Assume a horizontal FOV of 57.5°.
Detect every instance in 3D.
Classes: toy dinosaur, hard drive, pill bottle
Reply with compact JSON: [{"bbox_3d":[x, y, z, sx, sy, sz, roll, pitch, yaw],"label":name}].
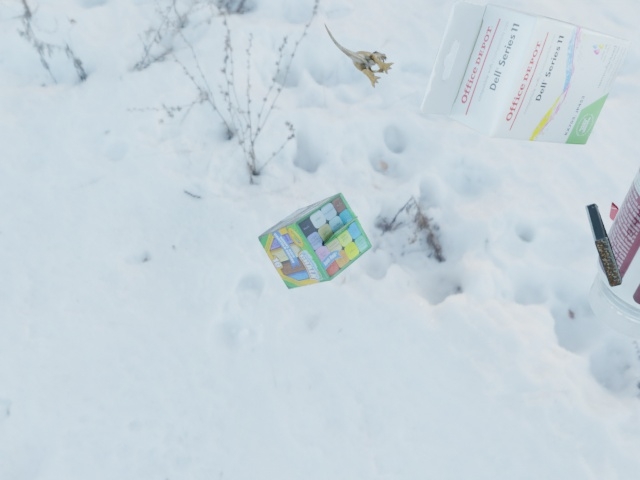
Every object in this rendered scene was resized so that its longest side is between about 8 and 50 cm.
[{"bbox_3d":[0.086,-0.383,1.239,0.112,0.064,0.211,42,24,21],"label":"toy dinosaur"},{"bbox_3d":[0.486,0.005,1.004,0.022,0.094,0.135,-18,21,25],"label":"hard drive"},{"bbox_3d":[0.686,0.004,1.142,0.224,0.392,0.224,1,43,-1],"label":"pill bottle"}]

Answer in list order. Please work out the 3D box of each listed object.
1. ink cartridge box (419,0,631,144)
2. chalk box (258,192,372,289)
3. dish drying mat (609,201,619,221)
[{"bbox_3d":[0.365,-0.288,1.034,0.354,0.207,0.119,-4,31,-33],"label":"ink cartridge box"},{"bbox_3d":[0.000,0.000,1.564,0.180,0.289,0.179,-36,101,-31],"label":"chalk box"},{"bbox_3d":[0.886,-0.083,1.762,0.008,0.083,0.032,-32,54,1],"label":"dish drying mat"}]
